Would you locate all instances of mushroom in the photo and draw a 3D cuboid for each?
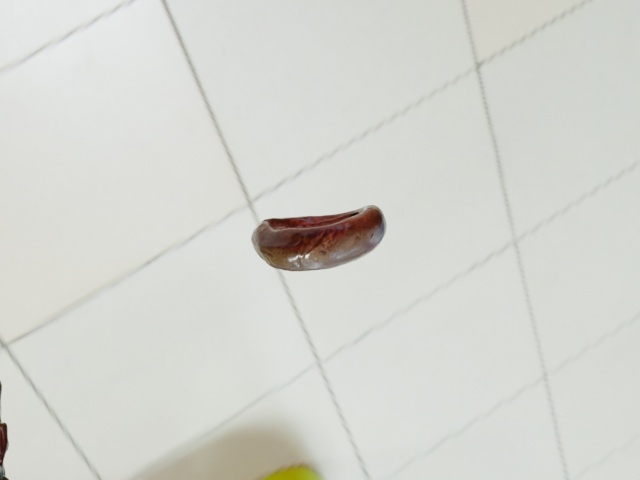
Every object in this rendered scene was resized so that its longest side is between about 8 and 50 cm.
[{"bbox_3d":[0.000,0.000,1.158,0.123,0.123,0.052,-14,97,-26],"label":"mushroom"}]

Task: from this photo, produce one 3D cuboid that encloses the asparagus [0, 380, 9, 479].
[{"bbox_3d":[-0.152,0.031,0.566,0.024,0.248,0.025,-16,147,-4],"label":"asparagus"}]
